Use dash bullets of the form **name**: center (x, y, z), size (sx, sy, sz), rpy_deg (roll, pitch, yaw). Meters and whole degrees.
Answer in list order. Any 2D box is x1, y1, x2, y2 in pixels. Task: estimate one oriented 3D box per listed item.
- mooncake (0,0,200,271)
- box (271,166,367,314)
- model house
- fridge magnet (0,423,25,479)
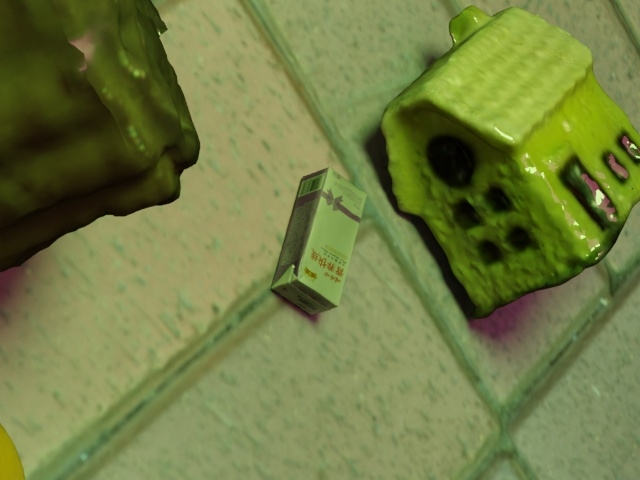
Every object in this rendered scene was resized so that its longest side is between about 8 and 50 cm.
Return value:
- **mooncake**: center (-0.204, -0.153, 1.068), size (0.324, 0.187, 0.324), rpy_deg (-21, 90, -88)
- **box**: center (0.000, 0.000, 1.407), size (0.051, 0.036, 0.117), rpy_deg (33, 54, -30)
- **model house**: center (0.162, -0.082, 1.522), size (0.234, 0.175, 0.193), rpy_deg (50, 47, -5)
- **fridge magnet**: center (-0.252, 0.163, 1.084), size (0.143, 0.063, 0.143), rpy_deg (18, 63, -41)
